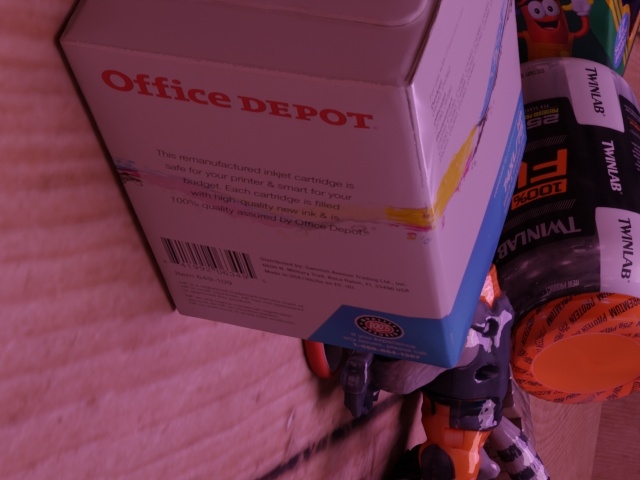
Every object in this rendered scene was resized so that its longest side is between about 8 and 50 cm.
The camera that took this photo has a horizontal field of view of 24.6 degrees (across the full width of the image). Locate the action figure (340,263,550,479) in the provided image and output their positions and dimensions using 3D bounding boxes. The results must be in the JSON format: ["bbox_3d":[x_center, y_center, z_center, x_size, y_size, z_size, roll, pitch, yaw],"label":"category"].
[{"bbox_3d":[0.142,0.120,1.424,0.341,0.179,0.330,-59,142,-60],"label":"action figure"}]

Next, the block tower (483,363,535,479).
[{"bbox_3d":[0.182,0.220,1.597,0.091,0.097,0.335,52,30,-55],"label":"block tower"}]

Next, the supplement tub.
[{"bbox_3d":[0.262,-0.011,1.558,0.207,0.207,0.338,75,9,-52],"label":"supplement tub"}]

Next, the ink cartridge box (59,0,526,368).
[{"bbox_3d":[0.002,-0.088,0.890,0.270,0.198,0.197,75,31,-53],"label":"ink cartridge box"}]

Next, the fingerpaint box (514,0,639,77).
[{"bbox_3d":[0.315,-0.418,1.724,0.371,0.163,0.444,82,25,-44],"label":"fingerpaint box"}]

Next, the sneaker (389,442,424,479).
[{"bbox_3d":[0.097,0.265,1.582,0.222,0.083,0.118,53,32,-60],"label":"sneaker"}]

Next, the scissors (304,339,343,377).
[{"bbox_3d":[0.000,0.000,1.210,0.297,0.021,0.109,79,29,-50],"label":"scissors"}]
